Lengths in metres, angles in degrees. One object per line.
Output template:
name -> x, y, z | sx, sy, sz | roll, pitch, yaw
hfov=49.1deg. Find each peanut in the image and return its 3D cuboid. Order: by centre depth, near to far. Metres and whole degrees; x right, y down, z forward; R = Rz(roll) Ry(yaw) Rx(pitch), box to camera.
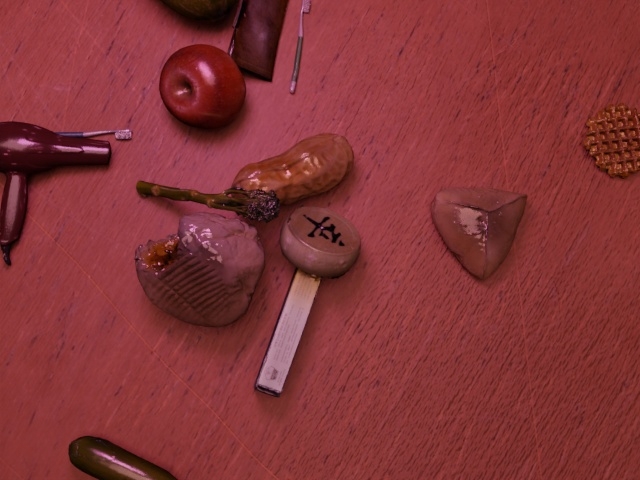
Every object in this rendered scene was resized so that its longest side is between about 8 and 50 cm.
peanut -> -0.065, -0.158, 1.640 | 0.305, 0.147, 0.147 | -22, 82, -5

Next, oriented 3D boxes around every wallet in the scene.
wallet -> -0.151, -0.534, 1.725 | 0.137, 0.031, 0.255 | 18, 79, -37

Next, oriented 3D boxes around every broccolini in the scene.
broccolini -> -0.259, -0.094, 1.603 | 0.392, 0.074, 0.079 | 11, 47, 32

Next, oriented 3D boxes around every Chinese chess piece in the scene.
Chinese chess piece -> 0.000, 0.000, 1.603 | 0.188, 0.188, 0.083 | 23, 124, 2

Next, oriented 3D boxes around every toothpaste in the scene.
toothpaste -> -0.071, 0.203, 1.611 | 0.071, 0.089, 0.312 | 20, 80, -5

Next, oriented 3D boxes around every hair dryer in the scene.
hair dryer -> -0.670, -0.102, 1.655 | 0.313, 0.123, 0.340 | 7, 91, -11

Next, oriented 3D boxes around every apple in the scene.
apple -> -0.272, -0.363, 1.657 | 0.201, 0.162, 0.201 | 11, 113, 26

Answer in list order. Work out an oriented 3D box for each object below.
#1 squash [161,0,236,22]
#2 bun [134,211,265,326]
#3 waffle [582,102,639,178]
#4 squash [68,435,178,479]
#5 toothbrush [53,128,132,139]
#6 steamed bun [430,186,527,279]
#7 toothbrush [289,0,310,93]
squash -> -0.316, -0.671, 1.644 | 0.310, 0.310, 0.309 | -26, 85, -5
bun -> -0.247, 0.052, 1.568 | 0.281, 0.281, 0.205 | 28, 41, 3
waffle -> 0.737, -0.247, 1.730 | 0.191, 0.038, 0.191 | 0, 82, -1
squash -> -0.409, 0.522, 1.552 | 0.331, 0.087, 0.087 | 26, 81, 1
toothbrush -> -0.596, -0.255, 1.706 | 0.276, 0.019, 0.025 | -2, 89, -2
steamed bun -> 0.362, -0.045, 1.654 | 0.212, 0.110, 0.231 | 23, 78, 3
toothbrush -> -0.053, -0.491, 1.760 | 0.024, 0.018, 0.257 | 10, 80, -6
